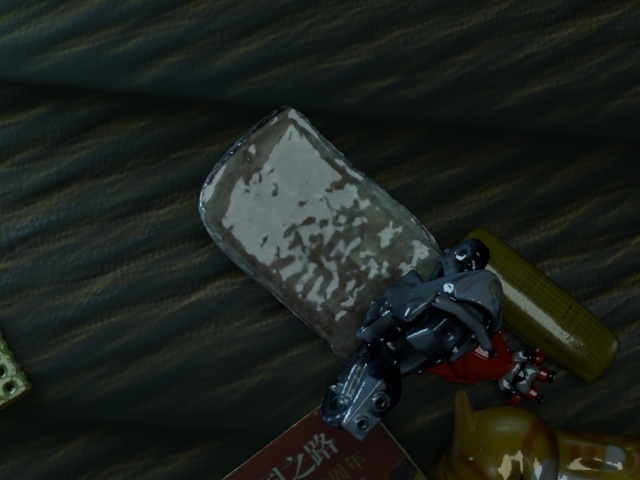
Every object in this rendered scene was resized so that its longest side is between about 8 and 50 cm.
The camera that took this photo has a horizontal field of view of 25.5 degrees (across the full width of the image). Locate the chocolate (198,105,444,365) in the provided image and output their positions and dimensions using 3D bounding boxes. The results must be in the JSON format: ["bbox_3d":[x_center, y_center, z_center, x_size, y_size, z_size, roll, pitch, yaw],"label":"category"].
[{"bbox_3d":[0.000,0.000,1.662,0.303,0.100,0.185,43,80,-5],"label":"chocolate"}]

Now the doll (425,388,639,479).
[{"bbox_3d":[0.269,0.278,1.612,0.269,0.162,0.167,15,105,-8],"label":"doll"}]

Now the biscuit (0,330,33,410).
[{"bbox_3d":[-0.451,0.112,1.652,0.139,0.016,0.231,-30,85,-10],"label":"biscuit"}]

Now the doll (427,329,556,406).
[{"bbox_3d":[0.195,0.137,1.674,0.169,0.057,0.109,29,98,13],"label":"doll"}]

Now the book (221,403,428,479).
[{"bbox_3d":[0.043,0.378,1.585,0.262,0.028,0.374,-37,67,-8],"label":"book"}]

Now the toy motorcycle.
[{"bbox_3d":[0.110,0.111,1.564,0.106,0.159,0.270,43,83,-22],"label":"toy motorcycle"}]

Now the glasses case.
[{"bbox_3d":[0.253,0.078,1.691,0.234,0.064,0.079,39,74,3],"label":"glasses case"}]
